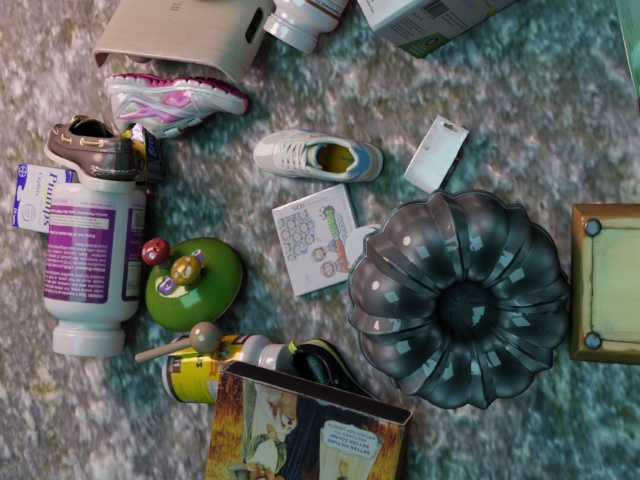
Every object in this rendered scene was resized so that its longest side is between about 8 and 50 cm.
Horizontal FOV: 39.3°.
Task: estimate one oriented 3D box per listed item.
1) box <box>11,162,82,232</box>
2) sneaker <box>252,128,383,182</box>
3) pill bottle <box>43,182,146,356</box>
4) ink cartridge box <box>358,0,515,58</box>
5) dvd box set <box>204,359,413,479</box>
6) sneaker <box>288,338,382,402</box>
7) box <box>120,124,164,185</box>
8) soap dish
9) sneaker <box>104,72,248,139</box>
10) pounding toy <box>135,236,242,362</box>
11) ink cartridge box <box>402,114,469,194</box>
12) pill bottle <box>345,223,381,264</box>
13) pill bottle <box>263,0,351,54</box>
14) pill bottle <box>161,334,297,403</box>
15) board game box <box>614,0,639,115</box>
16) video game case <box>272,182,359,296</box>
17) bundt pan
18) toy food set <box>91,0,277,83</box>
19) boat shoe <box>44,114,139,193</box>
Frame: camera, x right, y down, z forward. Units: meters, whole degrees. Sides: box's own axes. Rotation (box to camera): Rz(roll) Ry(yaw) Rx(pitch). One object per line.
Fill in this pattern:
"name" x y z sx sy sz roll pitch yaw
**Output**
"box" -0.512 -0.078 1.719 0.137 0.072 0.126 9 93 25
"sneaker" -0.017 -0.143 1.472 0.229 0.092 0.087 5 92 27
"pill bottle" -0.408 0.052 1.611 0.169 0.169 0.301 5 90 26
"ink cartridge box" 0.206 -0.402 1.313 0.278 0.201 0.117 -28 77 22
"dvd box set" -0.041 0.425 1.415 0.308 0.062 0.420 15 106 17
"sneaker" 0.025 0.256 1.436 0.084 0.097 0.234 -48 70 17
"box" -0.330 -0.189 1.645 0.059 0.054 0.168 -5 86 25
"soap dish" 0.483 0.062 1.212 0.291 0.118 0.228 1 89 25
"sneaker" -0.251 -0.231 1.571 0.253 0.103 0.111 5 104 7
"pounding toy" -0.241 0.074 1.507 0.183 0.110 0.236 -9 54 22
"ink cartridge box" 0.185 -0.133 1.410 0.063 0.029 0.115 33 101 23
"pill bottle" 0.095 0.013 1.388 0.078 0.137 0.078 -1 88 26
"pill bottle" -0.002 -0.419 1.459 0.121 0.121 0.216 36 104 22
"pill bottle" -0.151 0.217 1.510 0.215 0.117 0.117 -4 87 25
"board game box" 0.522 -0.349 1.247 0.214 0.046 0.317 -12 83 24
"video game case" 0.000 0.000 1.500 0.143 0.019 0.157 -20 80 24
"bundt pan" 0.201 0.093 1.265 0.331 0.124 0.330 0 99 0
"toy food set" -0.233 -0.380 1.569 0.306 0.092 0.219 11 65 24
"boat shoe" -0.410 -0.170 1.598 0.324 0.117 0.096 32 117 54
